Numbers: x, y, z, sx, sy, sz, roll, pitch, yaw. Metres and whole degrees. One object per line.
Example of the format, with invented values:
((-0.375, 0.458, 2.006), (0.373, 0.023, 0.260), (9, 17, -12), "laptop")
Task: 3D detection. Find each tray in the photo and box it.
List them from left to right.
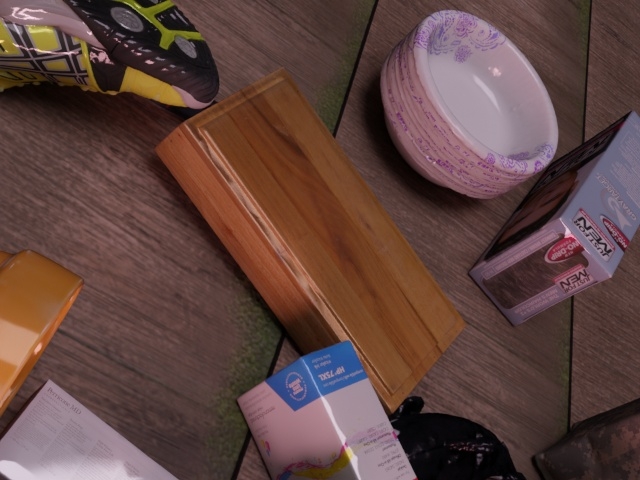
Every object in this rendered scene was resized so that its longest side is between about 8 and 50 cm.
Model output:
((0.000, 0.000, 1.140), (0.411, 0.076, 0.203), (54, 44, -3), "tray")

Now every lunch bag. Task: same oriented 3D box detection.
((0.467, 0.348, 1.198), (0.169, 0.235, 0.287), (-17, 75, -46), "lunch bag")

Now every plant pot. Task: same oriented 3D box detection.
((-0.333, 0.070, 0.768), (0.188, 0.205, 0.205), (33, 47, -9), "plant pot")

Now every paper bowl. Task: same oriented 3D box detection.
((0.212, -0.193, 1.401), (0.284, 0.148, 0.284), (20, 52, -28), "paper bowl")

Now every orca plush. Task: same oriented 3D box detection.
((0.171, 0.268, 1.094), (0.287, 0.102, 0.151), (28, 60, -33), "orca plush")

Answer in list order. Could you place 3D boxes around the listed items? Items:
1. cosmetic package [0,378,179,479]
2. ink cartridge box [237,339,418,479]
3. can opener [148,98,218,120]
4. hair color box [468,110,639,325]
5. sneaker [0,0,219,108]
((-0.195, 0.245, 0.859), (0.239, 0.060, 0.099), (41, 49, -10), "cosmetic package")
((0.017, 0.240, 0.979), (0.078, 0.134, 0.231), (-13, 72, -44), "ink cartridge box")
((-0.188, -0.185, 1.144), (0.186, 0.073, 0.059), (35, 44, -31), "can opener")
((0.395, -0.042, 1.424), (0.113, 0.185, 0.374), (49, 44, -4), "hair color box")
((-0.296, -0.231, 1.019), (0.385, 0.147, 0.145), (22, 36, -23), "sneaker")
